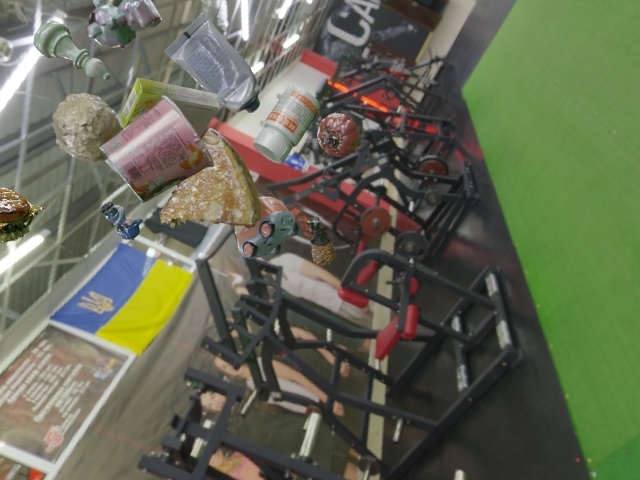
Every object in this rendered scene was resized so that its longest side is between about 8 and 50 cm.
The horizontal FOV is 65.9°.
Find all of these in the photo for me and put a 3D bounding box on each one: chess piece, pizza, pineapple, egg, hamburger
[{"bbox_3d":[-0.889,-0.674,1.811,0.139,0.271,0.139,-55,5,7],"label":"chess piece"},{"bbox_3d":[-0.469,-0.192,1.991,0.406,0.440,0.130,-27,-9,4],"label":"pizza"},{"bbox_3d":[-0.001,0.000,2.472,0.128,0.128,0.248,-74,-27,-61],"label":"pineapple"},{"bbox_3d":[-0.973,-0.470,2.076,0.279,0.310,0.279,-30,-24,-14],"label":"egg"},{"bbox_3d":[-1.021,-0.073,1.537,0.139,0.243,0.262,-68,-7,22],"label":"hamburger"}]

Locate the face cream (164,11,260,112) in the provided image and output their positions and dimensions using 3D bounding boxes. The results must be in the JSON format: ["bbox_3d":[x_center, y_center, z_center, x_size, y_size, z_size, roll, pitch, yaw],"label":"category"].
[{"bbox_3d":[-0.419,-0.708,2.083,0.234,0.420,0.137,-34,29,21],"label":"face cream"}]

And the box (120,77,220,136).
[{"bbox_3d":[-0.476,-0.412,1.572,0.175,0.260,0.062,-39,62,44],"label":"box"}]

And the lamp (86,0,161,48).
[{"bbox_3d":[-0.911,-1.016,2.236,0.301,0.247,0.247,-24,24,8],"label":"lamp"}]

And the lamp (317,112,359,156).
[{"bbox_3d":[0.067,-0.424,2.005,0.140,0.182,0.182,-37,-18,-46],"label":"lamp"}]

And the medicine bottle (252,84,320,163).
[{"bbox_3d":[-0.119,-0.402,1.729,0.252,0.144,0.144,-59,4,-6],"label":"medicine bottle"}]

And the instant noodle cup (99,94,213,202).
[{"bbox_3d":[-0.465,-0.246,1.404,0.231,0.243,0.243,-39,-1,-13],"label":"instant noodle cup"}]

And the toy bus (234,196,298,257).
[{"bbox_3d":[-0.259,-0.064,2.177,0.287,0.232,0.194,-44,-19,29],"label":"toy bus"}]

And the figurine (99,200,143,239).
[{"bbox_3d":[-0.676,-0.067,1.685,0.086,0.149,0.087,-20,44,22],"label":"figurine"}]

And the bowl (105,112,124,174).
[{"bbox_3d":[-0.884,-0.459,2.423,0.157,0.345,0.346,23,88,55],"label":"bowl"}]
